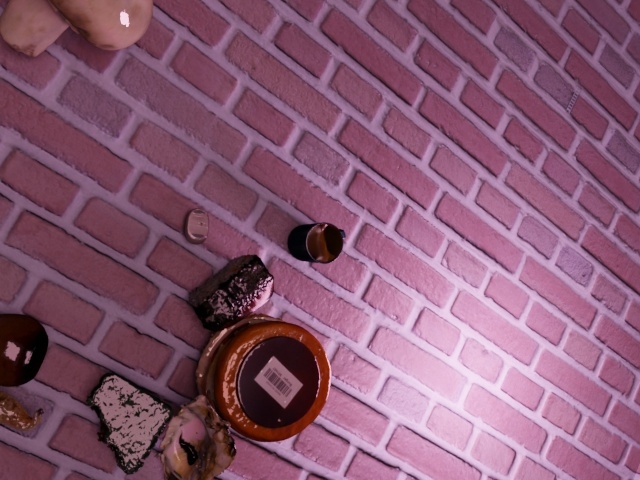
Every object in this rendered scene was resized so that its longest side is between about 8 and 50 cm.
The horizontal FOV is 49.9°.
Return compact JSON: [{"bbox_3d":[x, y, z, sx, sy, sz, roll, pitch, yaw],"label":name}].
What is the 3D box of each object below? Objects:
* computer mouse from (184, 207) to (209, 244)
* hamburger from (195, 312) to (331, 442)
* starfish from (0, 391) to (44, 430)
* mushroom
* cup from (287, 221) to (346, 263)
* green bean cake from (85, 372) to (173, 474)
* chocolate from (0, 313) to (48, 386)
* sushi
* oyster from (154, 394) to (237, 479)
[{"bbox_3d":[-0.332,-0.036,1.839,0.065,0.039,0.096,8,79,-27],"label":"computer mouse"},{"bbox_3d":[-0.153,0.357,1.811,0.329,0.250,0.330,1,89,-30],"label":"hamburger"},{"bbox_3d":[-0.882,0.387,1.499,0.432,0.082,0.324,42,61,-15],"label":"starfish"},{"bbox_3d":[-0.565,-0.609,1.605,0.353,0.353,0.325,15,63,-26],"label":"mushroom"},{"bbox_3d":[-0.003,0.010,1.948,0.150,0.138,0.114,12,85,-26],"label":"cup"},{"bbox_3d":[-0.501,0.448,1.715,0.208,0.107,0.193,39,75,-20],"label":"green bean cake"},{"bbox_3d":[-0.723,0.247,1.586,0.176,0.176,0.177,0,90,-27],"label":"chocolate"},{"bbox_3d":[-0.234,0.137,1.834,0.225,0.136,0.126,-33,109,-25],"label":"sushi"},{"bbox_3d":[-0.312,0.523,1.740,0.201,0.355,0.107,47,31,16],"label":"oyster"}]
